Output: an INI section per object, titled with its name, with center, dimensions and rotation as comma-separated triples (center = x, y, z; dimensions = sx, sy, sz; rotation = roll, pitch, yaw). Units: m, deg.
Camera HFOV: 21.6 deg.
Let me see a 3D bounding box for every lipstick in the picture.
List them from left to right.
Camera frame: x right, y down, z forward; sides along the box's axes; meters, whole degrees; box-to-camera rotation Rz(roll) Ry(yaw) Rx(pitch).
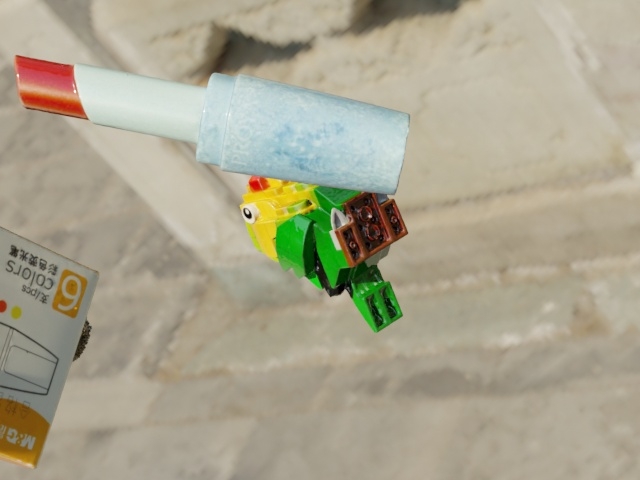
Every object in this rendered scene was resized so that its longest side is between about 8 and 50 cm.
[lipstick]
center = -0.078, -0.084, 1.151
dimensions = 0.061, 0.274, 0.068
rotation = -79, 0, -74

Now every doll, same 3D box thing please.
[doll]
center = -0.001, -0.007, 1.636
dimensions = 0.186, 0.134, 0.106
rotation = 27, 45, 37

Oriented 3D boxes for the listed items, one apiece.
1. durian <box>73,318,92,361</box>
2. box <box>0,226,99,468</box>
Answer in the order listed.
[durian]
center = -0.297, 0.103, 1.871
dimensions = 0.080, 0.080, 0.091
rotation = -19, 41, 36
[box]
center = -0.364, 0.081, 1.630
dimensions = 0.091, 0.274, 0.220
rotation = 3, 73, 45
